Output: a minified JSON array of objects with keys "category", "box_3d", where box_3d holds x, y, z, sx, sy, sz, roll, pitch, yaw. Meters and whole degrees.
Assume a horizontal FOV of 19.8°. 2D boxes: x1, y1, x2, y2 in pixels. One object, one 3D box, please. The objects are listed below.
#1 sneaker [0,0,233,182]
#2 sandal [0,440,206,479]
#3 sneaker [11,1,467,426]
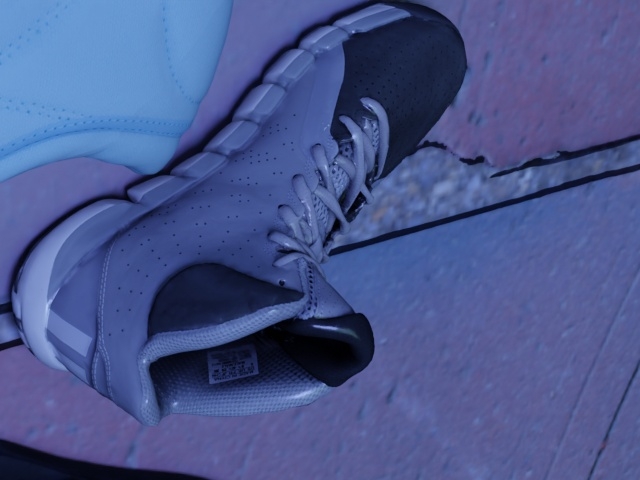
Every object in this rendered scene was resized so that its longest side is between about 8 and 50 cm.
[{"category":"sneaker","box_3d":[-0.173,-0.052,0.558,0.366,0.135,0.150,-7,115,-37]},{"category":"sandal","box_3d":[-0.119,0.134,0.768,0.254,0.054,0.097,5,111,-42]},{"category":"sneaker","box_3d":[0.000,0.000,0.735,0.229,0.132,0.086,-39,133,-16]}]
